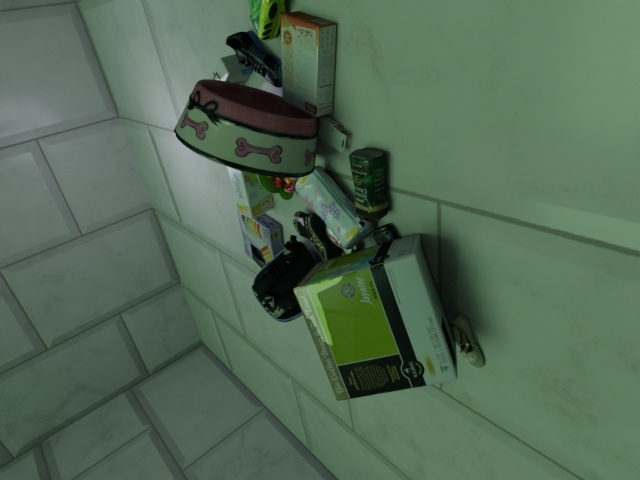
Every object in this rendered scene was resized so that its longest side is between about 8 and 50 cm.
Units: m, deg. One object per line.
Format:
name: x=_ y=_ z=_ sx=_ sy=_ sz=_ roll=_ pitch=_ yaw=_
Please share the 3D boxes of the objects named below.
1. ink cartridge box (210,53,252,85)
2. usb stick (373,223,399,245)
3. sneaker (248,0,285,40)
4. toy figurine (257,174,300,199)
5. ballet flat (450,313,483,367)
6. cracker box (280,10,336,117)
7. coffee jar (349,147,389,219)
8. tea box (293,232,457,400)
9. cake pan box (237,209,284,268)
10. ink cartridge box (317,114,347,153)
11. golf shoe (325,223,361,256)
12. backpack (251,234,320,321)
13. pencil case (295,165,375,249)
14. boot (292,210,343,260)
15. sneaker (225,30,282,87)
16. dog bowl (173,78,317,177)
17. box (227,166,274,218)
ink cartridge box: x=-0.305 y=-0.550 z=1.435 sx=0.060 sy=0.104 sz=0.180 roll=61 pitch=149 yaw=-3
usb stick: x=0.234 y=0.085 z=1.220 sx=0.077 sy=0.045 sz=0.278 roll=-22 pitch=95 yaw=57
sneaker: x=-0.139 y=-0.665 z=1.097 sx=0.123 sy=0.109 sz=0.295 roll=49 pitch=148 yaw=11
toy figurine: x=-0.102 y=-0.219 z=1.421 sx=0.159 sy=0.130 sz=0.173 roll=-8 pitch=130 yaw=47
ballet flat: x=0.388 y=0.279 z=1.146 sx=0.057 sy=0.052 sz=0.168 roll=-11 pitch=106 yaw=56
cracker box: x=-0.035 y=-0.471 z=1.143 sx=0.155 sy=0.067 sz=0.232 roll=38 pitch=141 yaw=34
coffee jar: x=0.133 y=-0.150 z=1.146 sx=0.096 sy=0.079 sz=0.185 roll=24 pitch=134 yaw=45
tea box: x=0.152 y=0.198 z=1.119 sx=0.323 sy=0.220 sz=0.329 roll=-17 pitch=100 yaw=19
cake pan box: x=-0.252 y=0.003 z=1.841 sx=0.245 sy=0.070 sz=0.267 roll=35 pitch=141 yaw=39
ink cartridge box: x=0.040 y=-0.302 z=1.208 sx=0.115 sy=0.029 sz=0.063 roll=41 pitch=143 yaw=27
golf shoe: x=0.087 y=0.003 z=1.353 sx=0.086 sy=0.067 sz=0.186 roll=-18 pitch=109 yaw=54
backpack: x=-0.114 y=0.168 z=1.584 sx=0.277 sy=0.263 sz=0.213 roll=51 pitch=164 yaw=16
pencil case: x=0.040 y=-0.101 z=1.282 sx=0.273 sy=0.113 sz=0.124 roll=50 pitch=170 yaw=19
boot: x=0.001 y=-0.002 z=1.465 sx=0.237 sy=0.085 sz=0.178 roll=61 pitch=162 yaw=-21
sneaker: x=-0.197 y=-0.545 z=1.294 sx=0.232 sy=0.090 sz=0.081 roll=51 pitch=147 yaw=17
dog bowl: x=-0.189 y=-0.327 z=1.196 sx=0.408 sy=0.407 sz=0.151 roll=38 pitch=120 yaw=33
box: x=-0.268 y=-0.203 z=1.648 sx=0.103 sy=0.114 sz=0.203 roll=26 pitch=134 yaw=42
